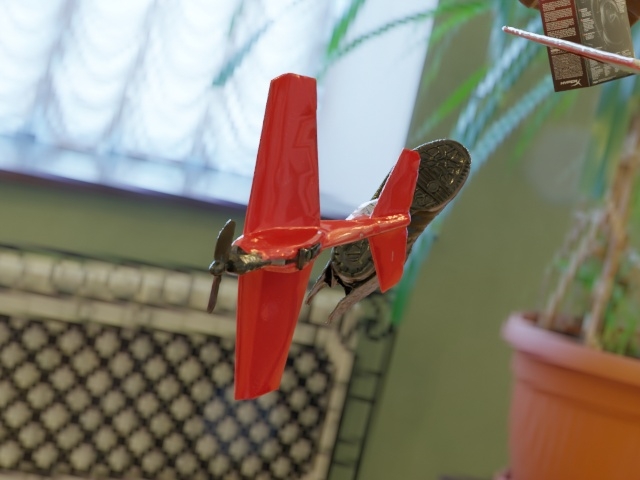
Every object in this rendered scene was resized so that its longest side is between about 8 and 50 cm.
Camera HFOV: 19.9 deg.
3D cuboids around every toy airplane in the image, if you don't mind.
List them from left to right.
[{"bbox_3d":[0.000,0.000,0.799,0.028,0.151,0.151,19,10,31],"label":"toy airplane"}]

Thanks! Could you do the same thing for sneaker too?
[{"bbox_3d":[0.054,-0.007,1.449,0.051,0.170,0.089,43,-8,13],"label":"sneaker"}]

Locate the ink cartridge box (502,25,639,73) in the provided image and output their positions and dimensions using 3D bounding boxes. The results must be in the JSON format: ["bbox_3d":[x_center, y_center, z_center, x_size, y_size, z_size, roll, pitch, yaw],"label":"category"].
[{"bbox_3d":[0.242,-0.046,0.983,0.261,0.066,0.296,13,8,-8],"label":"ink cartridge box"}]

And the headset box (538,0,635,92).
[{"bbox_3d":[0.181,-0.148,1.241,0.032,0.083,0.062,-7,8,43],"label":"headset box"}]

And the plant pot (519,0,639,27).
[{"bbox_3d":[0.223,-0.256,1.396,0.167,0.165,0.167,25,-25,13],"label":"plant pot"}]
